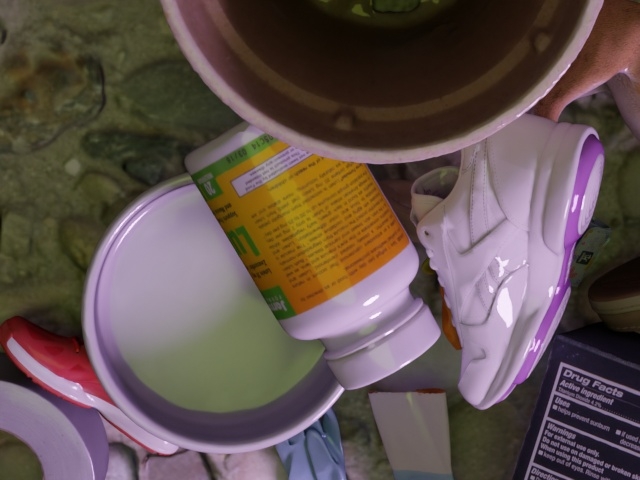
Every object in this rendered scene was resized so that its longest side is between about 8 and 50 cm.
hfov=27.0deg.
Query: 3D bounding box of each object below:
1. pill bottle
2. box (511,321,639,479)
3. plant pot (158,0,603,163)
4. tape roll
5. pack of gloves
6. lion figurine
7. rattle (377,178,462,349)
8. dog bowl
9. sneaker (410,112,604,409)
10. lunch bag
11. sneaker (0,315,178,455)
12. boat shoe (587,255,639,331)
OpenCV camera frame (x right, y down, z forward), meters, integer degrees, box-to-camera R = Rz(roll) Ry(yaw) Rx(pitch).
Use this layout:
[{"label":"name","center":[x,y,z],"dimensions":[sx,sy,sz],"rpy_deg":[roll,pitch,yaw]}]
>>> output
[{"label":"pill bottle","center":[0.000,0.000,1.152],"dimensions":[0.136,0.136,0.245],"rpy_deg":[-30,96,11]},{"label":"box","center":[0.334,0.262,1.234],"dimensions":[0.296,0.183,0.294],"rpy_deg":[21,102,24]},{"label":"plant pot","center":[0.049,-0.258,1.090],"dimensions":[0.334,0.305,0.333],"rpy_deg":[1,107,3]},{"label":"tape roll","center":[-0.335,0.230,1.387],"dimensions":[0.219,0.072,0.219],"rpy_deg":[1,107,2]},{"label":"pack of gloves","center":[0.053,0.253,1.395],"dimensions":[0.195,0.046,0.232],"rpy_deg":[-1,110,20]},{"label":"lion figurine","center":[0.320,-0.119,1.203],"dimensions":[0.392,0.142,0.240],"rpy_deg":[39,80,-2]},{"label":"rattle","center":[0.060,0.001,1.273],"dimensions":[0.200,0.130,0.142],"rpy_deg":[11,126,1]},{"label":"dog bowl","center":[-0.092,0.063,1.265],"dimensions":[0.265,0.104,0.264],"rpy_deg":[0,92,-8]},{"label":"sneaker","center":[0.148,0.012,1.167],"dimensions":[0.152,0.114,0.305],"rpy_deg":[20,126,16]},{"label":"lunch bag","center":[0.234,0.000,1.293],"dimensions":[0.083,0.053,0.071],"rpy_deg":[28,108,-15]},{"label":"sneaker","center":[-0.205,0.110,1.348],"dimensions":[0.221,0.087,0.128],"rpy_deg":[35,98,-20]},{"label":"boat shoe","center":[0.429,0.056,1.262],"dimensions":[0.341,0.121,0.110],"rpy_deg":[-9,106,5]}]
